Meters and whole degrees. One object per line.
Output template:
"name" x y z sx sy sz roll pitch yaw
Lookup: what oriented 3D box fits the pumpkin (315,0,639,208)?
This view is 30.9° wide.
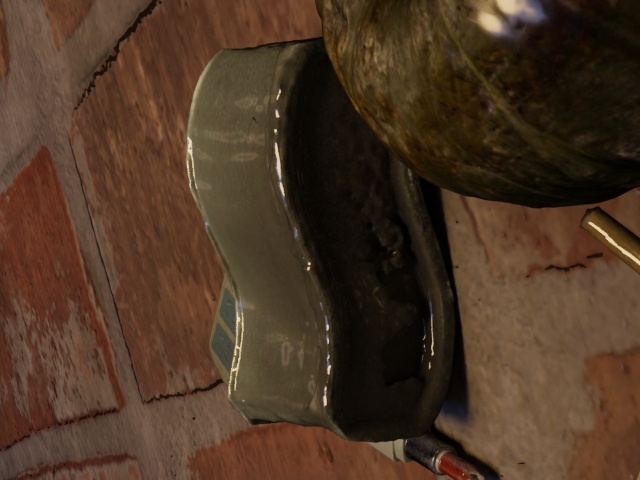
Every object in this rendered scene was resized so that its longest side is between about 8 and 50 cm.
"pumpkin" 0.080 -0.121 0.419 0.224 0.157 0.223 0 90 58

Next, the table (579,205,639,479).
"table" 0.141 0.090 0.435 0.111 0.122 0.240 43 135 44

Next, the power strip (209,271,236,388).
"power strip" -0.036 0.031 0.792 0.080 0.029 0.227 52 141 36

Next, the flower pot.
"flower pot" 0.000 0.000 0.650 0.108 0.103 0.229 3 103 57

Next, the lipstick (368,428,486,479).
"lipstick" 0.059 0.120 0.674 0.107 0.025 0.025 26 124 53
